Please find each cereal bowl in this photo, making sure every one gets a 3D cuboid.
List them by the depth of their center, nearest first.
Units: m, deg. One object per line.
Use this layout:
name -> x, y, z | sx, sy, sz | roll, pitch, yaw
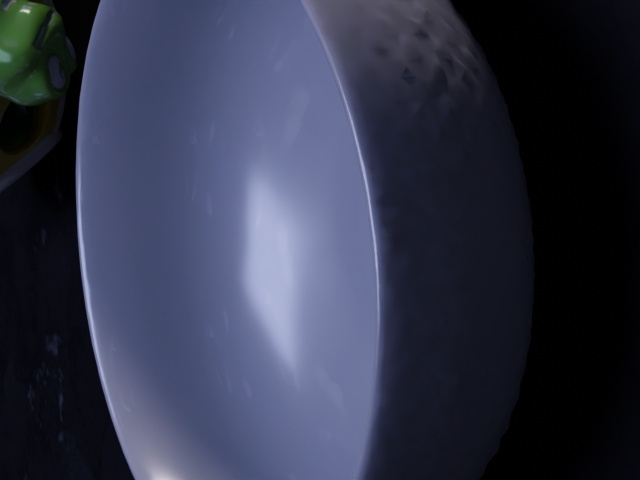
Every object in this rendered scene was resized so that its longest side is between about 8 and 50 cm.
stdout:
cereal bowl -> 0.000, 0.000, 0.824 | 0.339, 0.141, 0.339 | 16, 109, 60

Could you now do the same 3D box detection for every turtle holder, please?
turtle holder -> -0.293, -0.149, 1.274 | 0.320, 0.243, 0.227 | -25, 108, 30
